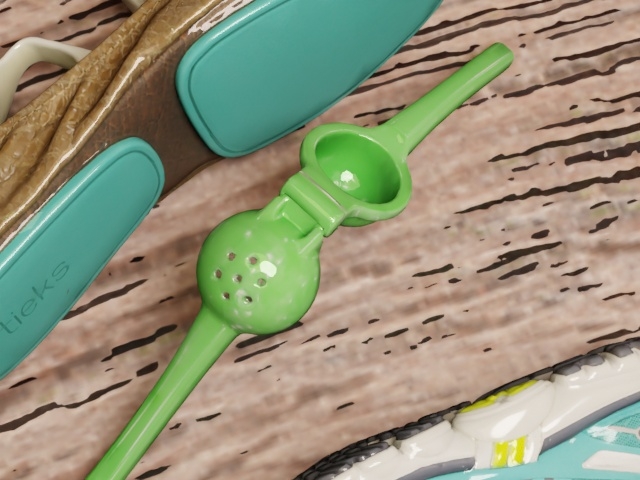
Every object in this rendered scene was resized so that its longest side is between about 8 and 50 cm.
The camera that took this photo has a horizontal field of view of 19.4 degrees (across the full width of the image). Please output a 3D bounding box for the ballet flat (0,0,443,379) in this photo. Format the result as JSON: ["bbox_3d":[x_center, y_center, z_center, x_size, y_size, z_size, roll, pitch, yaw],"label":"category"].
[{"bbox_3d":[-0.093,-0.072,0.911,0.342,0.116,0.124,-42,60,-9],"label":"ballet flat"}]

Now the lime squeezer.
[{"bbox_3d":[0.000,0.000,0.877,0.059,0.110,0.310,35,74,25],"label":"lime squeezer"}]

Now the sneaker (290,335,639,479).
[{"bbox_3d":[0.066,0.130,0.852,0.275,0.107,0.110,-20,85,-8],"label":"sneaker"}]
